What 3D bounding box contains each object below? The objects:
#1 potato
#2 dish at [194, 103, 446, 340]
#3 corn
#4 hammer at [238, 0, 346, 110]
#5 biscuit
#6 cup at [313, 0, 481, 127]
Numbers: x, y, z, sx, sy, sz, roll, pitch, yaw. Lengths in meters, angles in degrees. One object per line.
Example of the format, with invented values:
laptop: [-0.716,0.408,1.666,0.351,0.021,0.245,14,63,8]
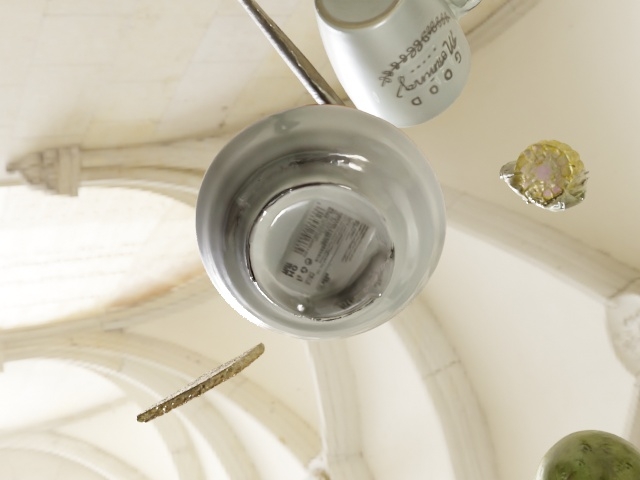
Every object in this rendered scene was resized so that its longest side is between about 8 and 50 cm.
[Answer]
potato: [0.437,0.419,1.534,0.216,0.216,0.304,56,0,42]
dish: [0.000,0.000,0.972,0.085,0.260,0.260,-91,-175,-69]
corn: [0.379,-0.102,1.615,0.122,0.305,0.123,-31,-97,17]
hammer: [-0.036,-0.191,0.967,0.297,0.027,0.125,48,-7,-12]
biscuit: [-0.209,0.254,1.712,0.237,0.131,0.026,-31,-92,26]
cup: [0.119,-0.312,1.332,0.186,0.258,0.234,50,1,28]
